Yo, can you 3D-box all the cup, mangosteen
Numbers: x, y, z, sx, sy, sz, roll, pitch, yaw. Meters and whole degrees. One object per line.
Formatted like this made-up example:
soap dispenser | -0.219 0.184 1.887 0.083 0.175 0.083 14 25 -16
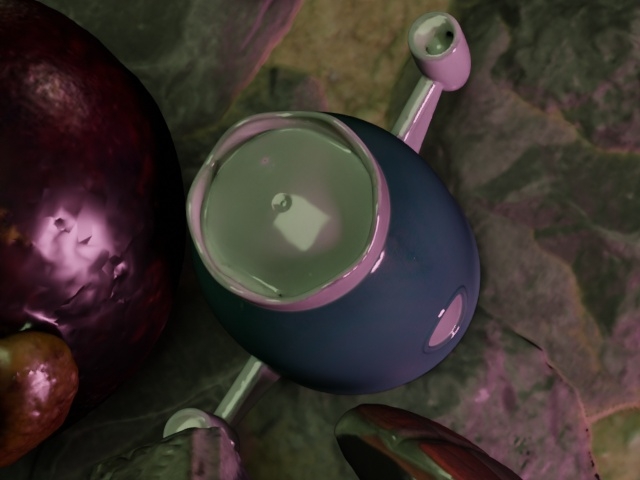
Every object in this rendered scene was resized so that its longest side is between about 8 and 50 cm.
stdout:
cup | 0.000 0.000 0.979 0.167 0.173 0.300 30 85 17
mangosteen | -0.230 -0.001 0.968 0.297 0.293 0.297 8 110 25

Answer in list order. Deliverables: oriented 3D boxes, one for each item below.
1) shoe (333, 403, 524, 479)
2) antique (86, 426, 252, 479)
shoe | 0.091 0.221 0.942 0.137 0.114 0.291 -40 69 13
antique | -0.061 0.195 0.938 0.088 0.183 0.086 -23 28 9
